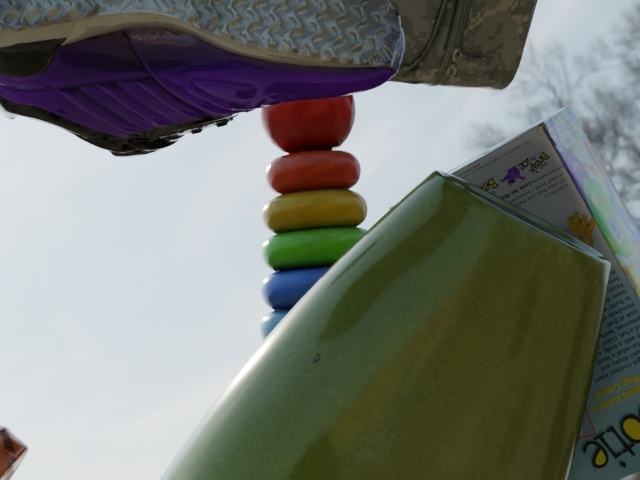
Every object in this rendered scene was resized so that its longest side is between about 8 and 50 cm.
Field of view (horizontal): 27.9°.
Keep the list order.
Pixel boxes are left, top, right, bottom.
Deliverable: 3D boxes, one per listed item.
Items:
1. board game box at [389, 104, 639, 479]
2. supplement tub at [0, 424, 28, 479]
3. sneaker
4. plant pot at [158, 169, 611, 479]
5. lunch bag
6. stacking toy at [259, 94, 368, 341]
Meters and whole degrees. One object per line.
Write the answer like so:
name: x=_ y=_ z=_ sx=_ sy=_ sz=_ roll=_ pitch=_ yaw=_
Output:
board game box: x=0.200 y=0.048 z=1.059 sx=0.144 sy=0.275 sz=0.142 roll=-29 pitch=1 yaw=23
supplement tub: x=-0.227 y=0.068 z=0.540 sx=0.190 sy=0.117 sz=0.117 roll=37 pitch=-32 yaw=-1
sneaker: x=-0.092 y=-0.116 z=0.837 sx=0.294 sy=0.102 sz=0.146 roll=6 pitch=-37 yaw=6
plant pot: x=0.069 y=0.110 z=0.895 sx=0.275 sy=0.293 sz=0.275 roll=26 pitch=8 yaw=-4
lunch bag: x=0.076 y=-0.304 z=1.283 sx=0.256 sy=0.212 sz=0.305 roll=3 pitch=-66 yaw=-28
stacking toy: x=0.000 y=0.000 z=1.180 sx=0.141 sy=0.330 sz=0.141 roll=-4 pitch=-2 yaw=0
